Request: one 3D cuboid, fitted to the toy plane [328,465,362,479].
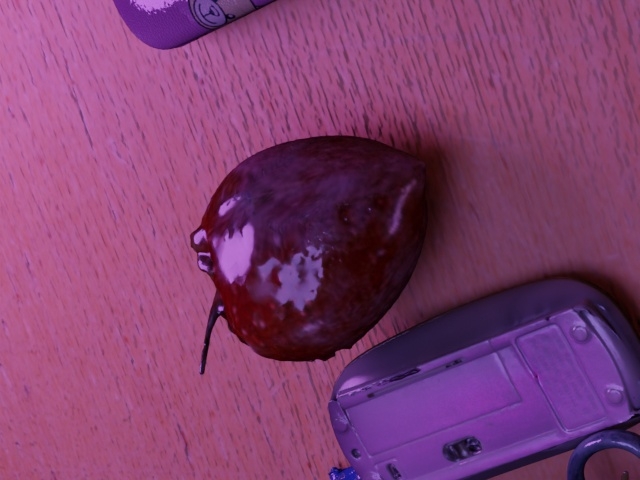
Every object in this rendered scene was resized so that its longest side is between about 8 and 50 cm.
[{"bbox_3d":[0.042,0.227,1.616,0.167,0.054,0.062,-55,52,37],"label":"toy plane"}]

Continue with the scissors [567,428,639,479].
[{"bbox_3d":[0.238,0.331,1.530,0.256,0.029,0.383,42,131,-6],"label":"scissors"}]

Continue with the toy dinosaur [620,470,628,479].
[{"bbox_3d":[0.255,0.272,1.437,0.126,0.039,0.162,36,129,-14],"label":"toy dinosaur"}]

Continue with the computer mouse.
[{"bbox_3d":[0.152,0.136,1.482,0.310,0.072,0.158,-25,100,30],"label":"computer mouse"}]

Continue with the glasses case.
[{"bbox_3d":[-0.066,-0.264,1.450,0.316,0.076,0.123,-19,100,37],"label":"glasses case"}]

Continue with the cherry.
[{"bbox_3d":[0.000,0.000,1.461,0.175,0.192,0.250,33,123,-30],"label":"cherry"}]
